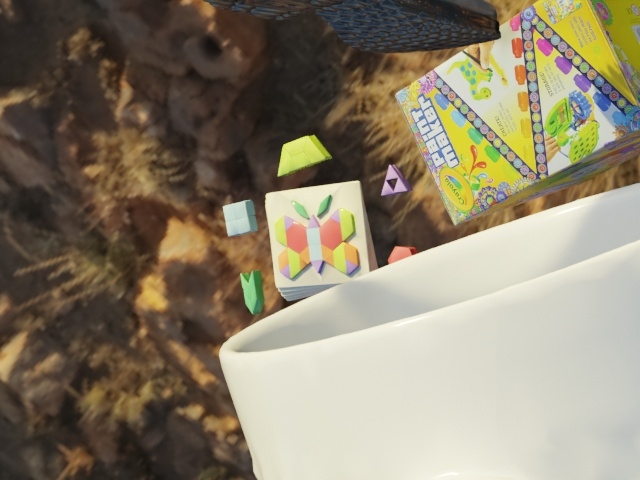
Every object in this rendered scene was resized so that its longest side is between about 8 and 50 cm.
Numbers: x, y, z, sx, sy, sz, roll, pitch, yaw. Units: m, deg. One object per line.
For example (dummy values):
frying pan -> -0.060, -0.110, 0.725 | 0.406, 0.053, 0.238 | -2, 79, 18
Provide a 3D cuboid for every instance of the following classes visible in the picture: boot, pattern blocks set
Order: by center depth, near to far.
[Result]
boot -> 0.038, -0.282, 1.068 | 0.118, 0.338, 0.223 | -5, 82, 38
pattern blocks set -> 0.000, 0.000, 1.771 | 0.324, 0.026, 0.285 | -26, 78, 38

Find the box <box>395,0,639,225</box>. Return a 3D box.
box -> 0.300, -0.173, 1.526 | 0.279, 0.290, 0.177 | -29, 82, 42

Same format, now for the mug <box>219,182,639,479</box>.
mug -> 0.117, 0.168, 0.571 | 0.276, 0.374, 0.328 | -18, 93, 23
